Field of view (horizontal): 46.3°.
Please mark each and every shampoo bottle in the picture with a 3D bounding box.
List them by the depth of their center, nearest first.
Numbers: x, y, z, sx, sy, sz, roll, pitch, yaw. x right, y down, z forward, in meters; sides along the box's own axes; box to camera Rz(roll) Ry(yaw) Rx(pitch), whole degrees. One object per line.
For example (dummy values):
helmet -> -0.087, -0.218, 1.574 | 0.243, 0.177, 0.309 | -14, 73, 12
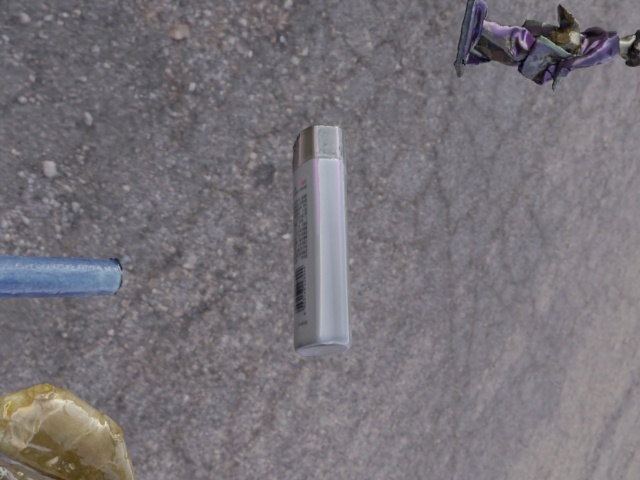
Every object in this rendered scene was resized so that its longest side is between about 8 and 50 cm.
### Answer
shampoo bottle -> 0.000, 0.000, 0.766 | 0.056, 0.086, 0.227 | 4, 71, -14

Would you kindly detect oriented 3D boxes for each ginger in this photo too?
ginger -> -0.287, 0.373, 0.974 | 0.122, 0.348, 0.363 | -101, -148, -76

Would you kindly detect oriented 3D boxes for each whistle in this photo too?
whistle -> -0.403, 0.048, 1.009 | 0.304, 0.062, 0.062 | 4, 103, -55

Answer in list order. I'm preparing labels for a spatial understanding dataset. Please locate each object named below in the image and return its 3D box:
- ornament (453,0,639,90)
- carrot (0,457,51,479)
ornament -> 0.236, -0.192, 0.747 | 0.081, 0.203, 0.088 | -62, 159, -80
carrot -> -0.438, 0.392, 1.136 | 0.263, 0.102, 0.102 | 44, 68, -27
